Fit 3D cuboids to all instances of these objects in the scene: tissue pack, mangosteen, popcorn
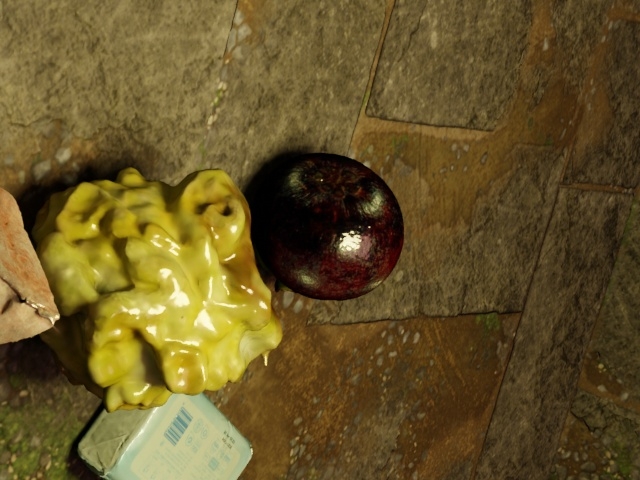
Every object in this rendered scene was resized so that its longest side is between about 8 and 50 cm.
[{"bbox_3d":[-0.210,0.286,2.135,0.177,0.089,0.263,-55,146,-15],"label":"tissue pack"},{"bbox_3d":[0.010,-0.006,2.153,0.216,0.216,0.216,-30,131,-41],"label":"mangosteen"},{"bbox_3d":[-0.207,0.065,1.850,0.312,0.312,0.312,-30,131,-41],"label":"popcorn"}]

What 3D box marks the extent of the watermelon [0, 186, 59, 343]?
[{"bbox_3d":[-0.425,0.043,1.587,0.250,0.293,0.283,-45,163,26],"label":"watermelon"}]
